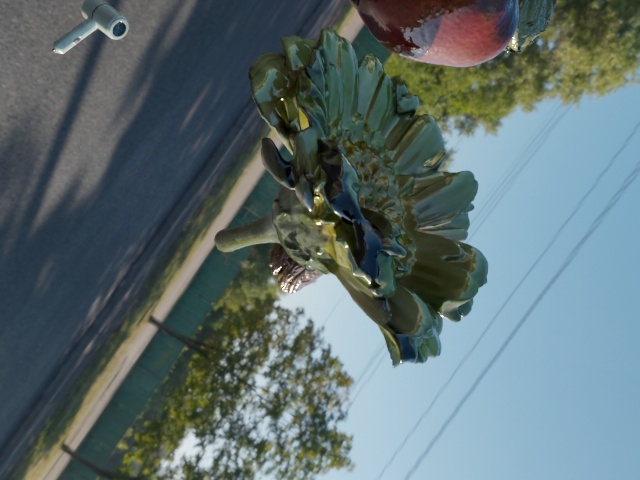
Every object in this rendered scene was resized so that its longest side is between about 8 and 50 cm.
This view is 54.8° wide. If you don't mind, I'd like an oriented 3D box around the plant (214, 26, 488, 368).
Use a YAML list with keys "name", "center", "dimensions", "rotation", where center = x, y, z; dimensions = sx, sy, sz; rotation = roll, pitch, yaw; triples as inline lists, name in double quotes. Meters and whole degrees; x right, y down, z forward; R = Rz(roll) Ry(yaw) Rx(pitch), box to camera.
- name: "plant"
  center: [0.003, -0.041, 0.569]
  dimensions: [0.261, 0.297, 0.306]
  rotation: [51, 39, -72]

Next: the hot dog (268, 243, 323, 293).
- name: "hot dog"
  center: [0.000, 0.000, 1.354]
  dimensions: [0.272, 0.122, 0.196]
  rotation: [-35, -152, 29]

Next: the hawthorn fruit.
- name: "hawthorn fruit"
  center: [0.231, -0.465, 1.153]
  dimensions: [0.311, 0.295, 0.295]
  rotation: [-25, 179, -12]

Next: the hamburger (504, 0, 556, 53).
- name: "hamburger"
  center: [0.502, -0.617, 1.568]
  dimensions: [0.285, 0.134, 0.265]
  rotation: [-25, 131, -50]

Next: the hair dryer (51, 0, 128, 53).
- name: "hair dryer"
  center: [-0.422, -0.375, 1.111]
  dimensions: [0.137, 0.082, 0.047]
  rotation: [-44, 161, -17]
